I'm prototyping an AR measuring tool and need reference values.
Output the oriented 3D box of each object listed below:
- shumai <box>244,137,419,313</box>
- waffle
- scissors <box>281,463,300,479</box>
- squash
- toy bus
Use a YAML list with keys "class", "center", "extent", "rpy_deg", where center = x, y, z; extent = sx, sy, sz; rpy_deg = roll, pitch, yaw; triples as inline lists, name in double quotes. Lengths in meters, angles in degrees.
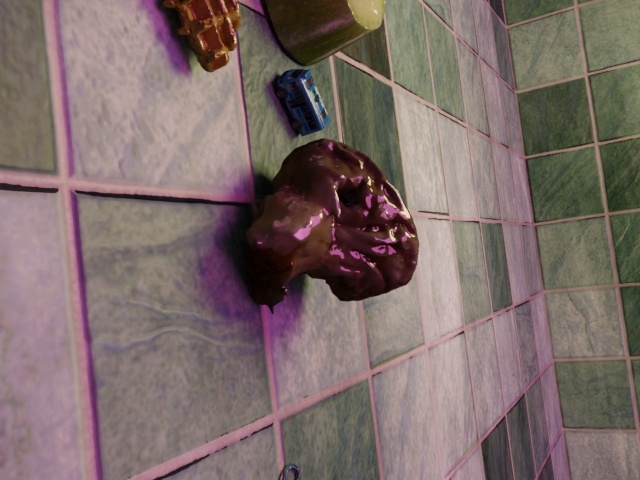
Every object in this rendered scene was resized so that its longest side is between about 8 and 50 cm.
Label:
- class: "shumai"
  center: [0.000, 0.000, 0.676]
  extent: [0.206, 0.166, 0.175]
  rpy_deg: [52, 43, -2]
- class: "waffle"
  center: [-0.143, -0.281, 0.602]
  extent: [0.192, 0.046, 0.161]
  rpy_deg: [40, 48, -48]
- class: "scissors"
  center: [-0.051, 0.274, 0.647]
  extent: [0.119, 0.014, 0.058]
  rpy_deg: [29, 54, -58]
- class: "squash"
  center: [0.005, -0.331, 0.811]
  extent: [0.170, 0.122, 0.170]
  rpy_deg: [9, 79, -55]
- class: "toy bus"
  center: [-0.022, -0.183, 0.786]
  extent: [0.083, 0.046, 0.038]
  rpy_deg: [64, 34, -30]
